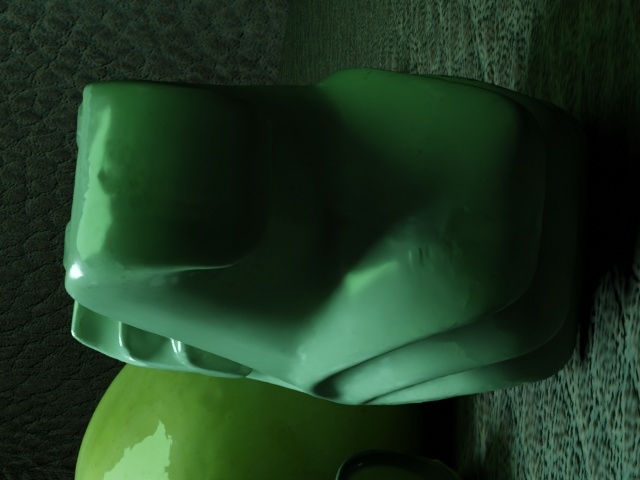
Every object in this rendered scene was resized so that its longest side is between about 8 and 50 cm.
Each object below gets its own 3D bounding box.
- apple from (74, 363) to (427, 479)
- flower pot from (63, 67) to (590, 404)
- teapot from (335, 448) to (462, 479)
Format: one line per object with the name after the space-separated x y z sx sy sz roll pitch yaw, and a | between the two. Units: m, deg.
-0.048 0.168 1.177 0.262 0.262 0.262 -174 90 -84 | apple
0.000 0.000 0.859 0.367 0.254 0.164 147 129 -80 | flower pot
0.041 0.188 1.007 0.165 0.130 0.119 -37 -22 -54 | teapot
